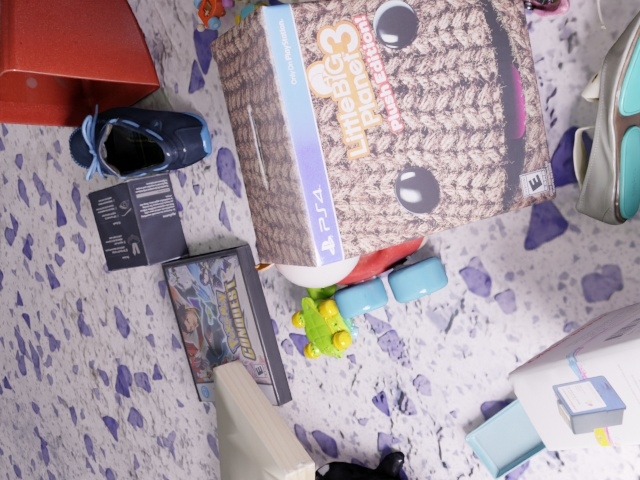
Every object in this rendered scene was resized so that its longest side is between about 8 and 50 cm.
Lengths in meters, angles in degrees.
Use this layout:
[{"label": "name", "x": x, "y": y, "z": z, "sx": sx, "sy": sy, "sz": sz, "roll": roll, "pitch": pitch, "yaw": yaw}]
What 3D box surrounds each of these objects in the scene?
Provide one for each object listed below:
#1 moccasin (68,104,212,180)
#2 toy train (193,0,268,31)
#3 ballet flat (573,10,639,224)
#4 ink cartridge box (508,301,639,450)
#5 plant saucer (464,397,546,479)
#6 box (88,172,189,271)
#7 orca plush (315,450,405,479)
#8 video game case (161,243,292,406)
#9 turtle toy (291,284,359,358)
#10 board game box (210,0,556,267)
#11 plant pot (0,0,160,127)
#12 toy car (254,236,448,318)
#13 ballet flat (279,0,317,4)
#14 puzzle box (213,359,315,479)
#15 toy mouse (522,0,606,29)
[{"label": "moccasin", "x": -0.342, "y": -0.174, "z": 1.273, "sx": 0.342, "sy": 0.117, "sz": 0.138, "roll": -3, "pitch": 109, "yaw": 39}, {"label": "toy train", "x": -0.119, "y": -0.325, "z": 1.076, "sx": 0.166, "sy": 0.046, "sz": 0.125, "roll": 53, "pitch": 136, "yaw": 24}, {"label": "ballet flat", "x": 0.280, "y": -0.120, "z": 0.711, "sx": 0.068, "sy": 0.072, "sz": 0.213, "roll": 21, "pitch": 119, "yaw": 45}, {"label": "ink cartridge box", "x": 0.299, "y": 0.111, "z": 0.670, "sx": 0.093, "sy": 0.154, "sz": 0.212, "roll": 63, "pitch": 153, "yaw": 6}, {"label": "plant saucer", "x": 0.253, "y": 0.225, "z": 0.897, "sx": 0.067, "sy": 0.018, "sz": 0.192, "roll": 54, "pitch": 136, "yaw": 18}, {"label": "box", "x": -0.339, "y": -0.031, "z": 1.368, "sx": 0.156, "sy": 0.093, "sz": 0.158, "roll": -8, "pitch": 97, "yaw": 47}, {"label": "orca plush", "x": 0.091, "y": 0.347, "z": 1.045, "sx": 0.287, "sy": 0.151, "sz": 0.102, "roll": -13, "pitch": 57, "yaw": 63}, {"label": "video game case", "x": -0.173, "y": 0.156, "z": 1.303, "sx": 0.248, "sy": 0.035, "sz": 0.275, "roll": -11, "pitch": 96, "yaw": 48}, {"label": "turtle toy", "x": 0.010, "y": 0.110, "z": 1.074, "sx": 0.095, "sy": 0.066, "sz": 0.130, "roll": -26, "pitch": 84, "yaw": 48}, {"label": "board game box", "x": 0.068, "y": -0.121, "z": 0.750, "sx": 0.141, "sy": 0.291, "sz": 0.232, "roll": 1, "pitch": 105, "yaw": 64}, {"label": "plant pot", "x": -0.474, "y": -0.353, "z": 1.294, "sx": 0.267, "sy": 0.267, "sz": 0.236, "roll": -14, "pitch": 83, "yaw": 48}, {"label": "toy car", "x": 0.000, "y": 0.000, "z": 0.919, "sx": 0.210, "sy": 0.238, "sz": 0.219, "roll": -23, "pitch": 86, "yaw": 48}, {"label": "ballet flat", "x": -0.011, "y": -0.263, "z": 0.923, "sx": 0.116, "sy": 0.124, "sz": 0.342, "roll": 33, "pitch": 125, "yaw": 34}, {"label": "puzzle box", "x": -0.095, "y": 0.438, "z": 1.227, "sx": 0.272, "sy": 0.052, "sz": 0.409, "roll": 41, "pitch": 138, "yaw": 48}, {"label": "toy mouse", "x": 0.248, "y": -0.265, "z": 0.722, "sx": 0.161, "sy": 0.031, "sz": 0.143, "roll": -43, "pitch": 72, "yaw": 45}]
